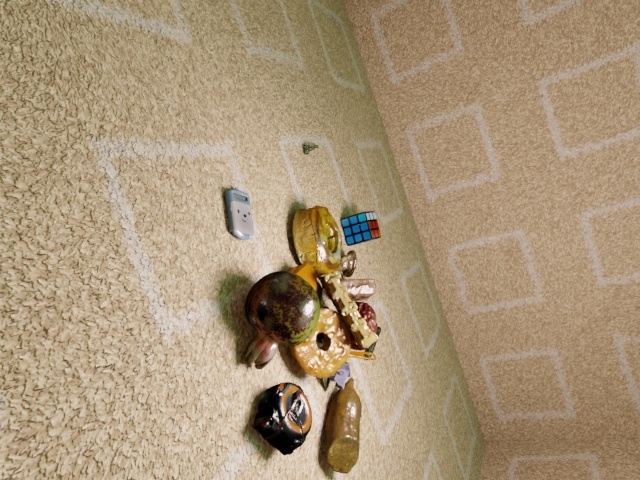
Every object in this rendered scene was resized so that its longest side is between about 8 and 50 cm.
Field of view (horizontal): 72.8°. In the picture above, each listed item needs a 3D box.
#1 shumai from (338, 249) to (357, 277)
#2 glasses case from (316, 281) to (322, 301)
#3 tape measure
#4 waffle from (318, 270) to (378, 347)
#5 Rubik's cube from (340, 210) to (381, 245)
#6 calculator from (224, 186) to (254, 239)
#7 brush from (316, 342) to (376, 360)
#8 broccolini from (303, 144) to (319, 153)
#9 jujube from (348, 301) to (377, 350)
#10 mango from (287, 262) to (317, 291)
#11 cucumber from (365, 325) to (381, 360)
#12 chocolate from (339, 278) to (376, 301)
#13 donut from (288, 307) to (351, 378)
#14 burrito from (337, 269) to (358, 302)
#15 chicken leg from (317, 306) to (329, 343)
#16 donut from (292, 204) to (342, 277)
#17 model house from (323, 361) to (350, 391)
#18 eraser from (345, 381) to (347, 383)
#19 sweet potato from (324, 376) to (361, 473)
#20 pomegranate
[{"bbox_3d":[0.142,0.113,2.282,0.105,0.139,0.123,31,9,-11],"label":"shumai"},{"bbox_3d":[-0.043,0.262,1.879,0.079,0.064,0.234,61,29,-22],"label":"glasses case"},{"bbox_3d":[-0.120,0.596,1.485,0.202,0.135,0.223,51,29,-21],"label":"tape measure"},{"bbox_3d":[0.108,0.288,1.846,0.348,0.077,0.304,60,-7,6],"label":"waffle"},{"bbox_3d":[0.229,-0.068,2.451,0.163,0.162,0.161,-10,84,-61],"label":"Rubik's cube"},{"bbox_3d":[-0.304,-0.103,1.635,0.121,0.039,0.211,16,61,-60],"label":"calculator"},{"bbox_3d":[0.113,0.493,1.895,0.314,0.017,0.090,13,33,-24],"label":"brush"},{"bbox_3d":[-0.034,-0.495,2.325,0.194,0.052,0.054,-30,105,-62],"label":"broccolini"},{"bbox_3d":[0.181,0.407,2.082,0.183,0.183,0.243,54,33,-32],"label":"jujube"},{"bbox_3d":[-0.092,0.197,1.765,0.154,0.126,0.252,44,39,-25],"label":"mango"},{"bbox_3d":[0.279,0.547,2.331,0.044,0.043,0.257,59,31,-15],"label":"cucumber"},{"bbox_3d":[0.158,0.242,2.088,0.213,0.148,0.093,4,70,-18],"label":"chocolate"},{"bbox_3d":[-0.011,0.398,1.733,0.277,0.108,0.278,0,91,-34],"label":"donut"},{"bbox_3d":[0.135,0.251,2.226,0.288,0.054,0.104,61,28,-18],"label":"burrito"},{"bbox_3d":[0.021,0.395,1.911,0.053,0.093,0.205,-141,-146,-68],"label":"chicken leg"},{"bbox_3d":[0.000,0.000,2.004,0.330,0.159,0.330,-13,90,-69],"label":"donut"},{"bbox_3d":[0.079,0.564,1.873,0.167,0.088,0.117,-58,148,-54],"label":"model house"},{"bbox_3d":[0.111,0.697,1.963,0.065,0.026,0.105,62,30,-14],"label":"eraser"},{"bbox_3d":[0.098,0.748,1.796,0.158,0.157,0.370,55,26,-30],"label":"sweet potato"},{"bbox_3d":[-0.156,0.280,1.505,0.285,0.284,0.341,48,63,-38],"label":"pomegranate"}]
